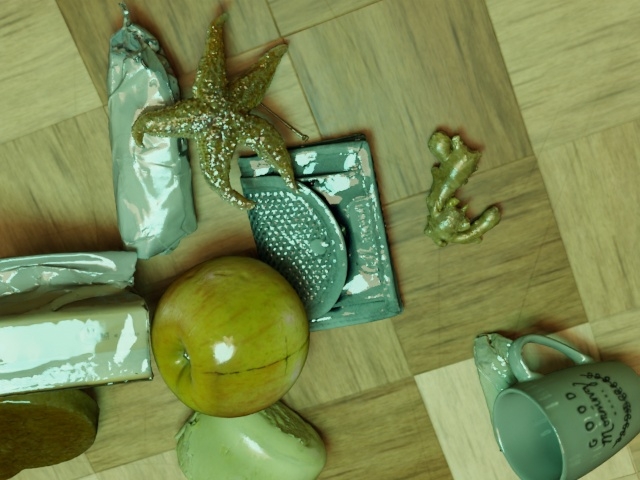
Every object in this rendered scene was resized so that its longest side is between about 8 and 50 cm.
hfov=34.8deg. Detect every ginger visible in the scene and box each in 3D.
[{"bbox_3d":[0.229,-0.075,1.746,0.193,0.052,0.176,36,103,-10],"label":"ginger"}]

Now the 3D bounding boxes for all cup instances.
[{"bbox_3d":[0.432,0.273,1.778,0.234,0.186,0.258,-20,84,-26],"label":"cup"}]

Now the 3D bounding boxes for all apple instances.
[{"bbox_3d":[-0.155,0.167,1.740,0.286,0.233,0.286,31,133,39],"label":"apple"}]

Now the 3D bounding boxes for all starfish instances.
[{"bbox_3d":[-0.142,-0.209,1.661,0.299,0.060,0.303,15,91,-15],"label":"starfish"}]

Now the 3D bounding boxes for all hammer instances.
[{"bbox_3d":[-0.071,-0.208,1.739,0.123,0.014,0.029,37,117,-11],"label":"hammer"}]

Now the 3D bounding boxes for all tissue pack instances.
[{"bbox_3d":[-0.450,0.129,1.724,0.305,0.238,0.239,-5,111,-16],"label":"tissue pack"}]

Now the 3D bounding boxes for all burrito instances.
[{"bbox_3d":[0.340,0.299,1.870,0.082,0.059,0.275,9,121,48],"label":"burrito"},{"bbox_3d":[-0.289,-0.176,1.720,0.139,0.101,0.446,0,109,4],"label":"burrito"}]

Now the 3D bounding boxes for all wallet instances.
[{"bbox_3d":[0.000,0.000,1.782,0.237,0.075,0.342,-9,110,10],"label":"wallet"}]

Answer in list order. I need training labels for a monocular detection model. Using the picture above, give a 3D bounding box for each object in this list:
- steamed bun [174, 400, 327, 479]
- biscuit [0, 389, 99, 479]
[{"bbox_3d":[-0.132,0.408,1.889,0.273,0.166,0.232,40,106,-10],"label":"steamed bun"},{"bbox_3d":[-0.613,0.347,1.889,0.394,0.070,0.350,1,144,-15],"label":"biscuit"}]
